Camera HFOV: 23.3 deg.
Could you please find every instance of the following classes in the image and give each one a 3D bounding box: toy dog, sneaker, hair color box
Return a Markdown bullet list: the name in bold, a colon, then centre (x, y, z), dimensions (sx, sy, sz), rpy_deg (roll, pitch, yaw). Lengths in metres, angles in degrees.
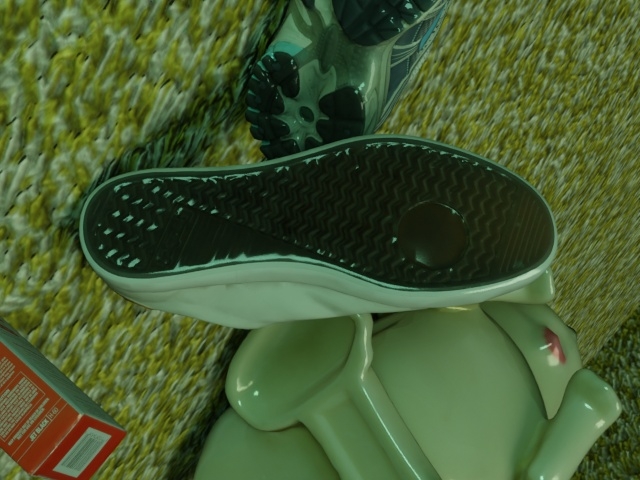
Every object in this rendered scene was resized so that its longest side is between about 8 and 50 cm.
- **toy dog**: centre (0.098, 0.178, 1.440), dimensions (0.408, 0.284, 0.395), rpy_deg (-23, 160, -53)
- **sneaker**: centre (0.000, 0.000, 0.985), dimensions (0.123, 0.290, 0.106), rpy_deg (90, 1, -72)
- **hair color box**: centre (-0.175, 0.069, 0.825), dimensions (0.043, 0.141, 0.072), rpy_deg (-49, 160, -3)
- **sneaker**: centre (0.036, -0.168, 0.967), dimensions (0.122, 0.110, 0.283), rpy_deg (-49, 172, -44)

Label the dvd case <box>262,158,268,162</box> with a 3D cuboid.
- **dvd case**: centre (-0.001, -0.069, 1.159), dimensions (0.119, 0.013, 0.087), rpy_deg (-44, 160, -15)
